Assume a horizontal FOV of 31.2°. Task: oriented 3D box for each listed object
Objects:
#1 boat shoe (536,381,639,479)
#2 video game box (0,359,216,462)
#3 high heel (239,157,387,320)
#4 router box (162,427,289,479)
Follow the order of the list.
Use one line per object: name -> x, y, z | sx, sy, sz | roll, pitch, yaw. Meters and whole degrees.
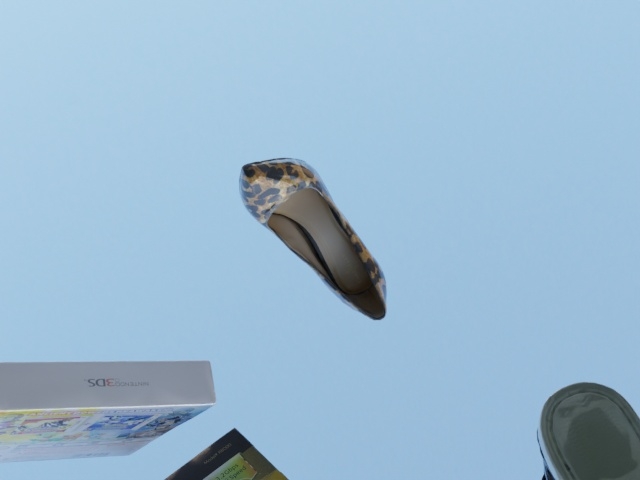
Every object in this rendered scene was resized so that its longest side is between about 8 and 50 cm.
boat shoe -> 0.267, 0.294, 0.975 | 0.127, 0.113, 0.340 | -20, -114, -10
video game box -> -0.224, 0.151, 0.998 | 0.205, 0.187, 0.048 | 4, -112, -35
high heel -> 0.000, 0.000, 1.399 | 0.093, 0.261, 0.186 | -39, -117, 8
router box -> -0.129, 0.364, 1.147 | 0.309, 0.081, 0.243 | -35, -133, -22
